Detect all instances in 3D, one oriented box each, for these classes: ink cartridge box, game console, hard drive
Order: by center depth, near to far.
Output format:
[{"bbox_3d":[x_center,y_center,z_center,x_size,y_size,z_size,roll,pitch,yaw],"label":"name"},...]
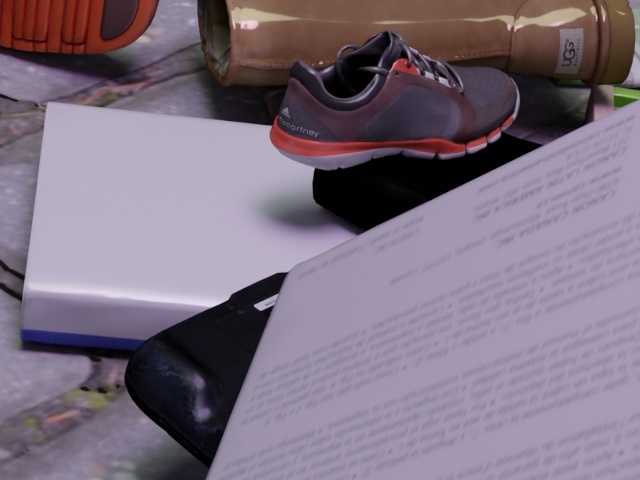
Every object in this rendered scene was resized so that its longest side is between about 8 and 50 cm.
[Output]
[{"bbox_3d":[0.065,0.121,0.631,0.091,0.308,0.385,41,47,-25],"label":"ink cartridge box"},{"bbox_3d":[0.045,0.023,0.971,0.213,0.044,0.361,29,34,31],"label":"game console"},{"bbox_3d":[0.000,0.000,1.079,0.319,0.040,0.210,6,31,-8],"label":"hard drive"}]

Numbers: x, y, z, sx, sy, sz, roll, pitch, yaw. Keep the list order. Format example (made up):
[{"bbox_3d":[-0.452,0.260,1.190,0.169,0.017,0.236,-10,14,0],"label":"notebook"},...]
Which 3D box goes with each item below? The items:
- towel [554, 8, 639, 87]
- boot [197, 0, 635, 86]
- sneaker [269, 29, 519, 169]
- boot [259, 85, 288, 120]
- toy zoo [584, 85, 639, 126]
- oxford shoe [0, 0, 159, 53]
[{"bbox_3d":[0.227,-0.144,1.411,0.152,0.023,0.113,0,31,-17],"label":"towel"},{"bbox_3d":[0.050,-0.169,1.296,0.270,0.089,0.236,-1,23,-13],"label":"boot"},{"bbox_3d":[0.048,-0.082,1.045,0.158,0.065,0.061,-14,36,-34],"label":"sneaker"},{"bbox_3d":[0.015,-0.078,1.221,0.114,0.037,0.106,7,21,-7],"label":"boot"},{"bbox_3d":[0.315,-0.023,1.222,0.293,0.030,0.192,10,30,0],"label":"toy zoo"},{"bbox_3d":[-0.239,-0.229,1.321,0.364,0.130,0.133,26,26,24],"label":"oxford shoe"}]
